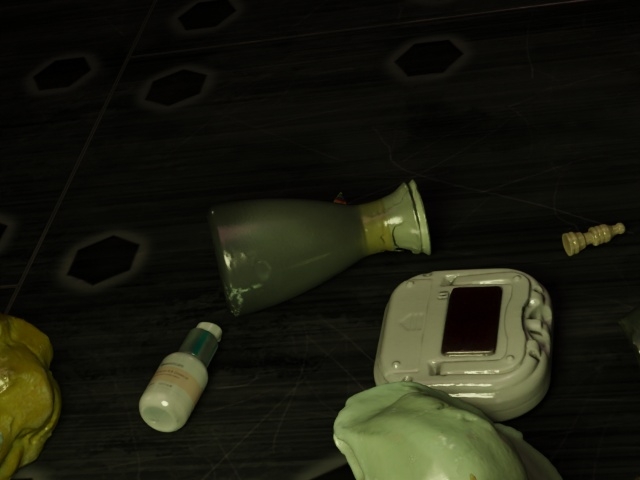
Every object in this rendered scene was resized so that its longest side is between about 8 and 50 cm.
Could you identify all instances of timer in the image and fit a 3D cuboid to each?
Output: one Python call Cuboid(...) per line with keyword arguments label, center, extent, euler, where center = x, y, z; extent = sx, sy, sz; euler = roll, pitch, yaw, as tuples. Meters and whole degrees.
Cuboid(label="timer", center=(0.197, 0.136, 1.990), extent=(0.237, 0.087, 0.262), euler=(-4, 39, 15))

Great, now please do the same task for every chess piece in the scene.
Cuboid(label="chess piece", center=(0.405, -0.007, 2.143), extent=(0.092, 0.035, 0.035), euler=(-17, 36, -7))

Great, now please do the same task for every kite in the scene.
Cuboid(label="kite", center=(0.037, -0.040, 2.349), extent=(0.090, 0.004, 0.122), euler=(-25, 38, -12))

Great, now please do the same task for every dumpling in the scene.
Cuboid(label="dumpling", center=(0.153, 0.305, 1.697), extent=(0.211, 0.321, 0.270), euler=(-25, -9, 18))

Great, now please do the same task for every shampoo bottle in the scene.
Cuboid(label="shampoo bottle", center=(-0.193, 0.187, 2.084), extent=(0.074, 0.074, 0.192), euler=(2, 40, 24))

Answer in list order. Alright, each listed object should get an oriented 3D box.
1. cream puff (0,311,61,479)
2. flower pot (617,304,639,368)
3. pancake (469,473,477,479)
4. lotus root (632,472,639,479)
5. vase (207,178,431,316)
Cuboid(label="cream puff", center=(-0.555, 0.202, 2.040), extent=(0.378, 0.276, 0.378), euler=(-11, 34, 8))
Cuboid(label="flower pot", center=(0.452, 0.130, 1.860), extent=(0.106, 0.157, 0.157), euler=(-27, 36, 7))
Cuboid(label="pancake", center=(0.052, 0.416, 1.548), extent=(0.426, 0.305, 0.067), euler=(-10, -8, 20))
Cuboid(label="lotus root", center=(0.512, 0.300, 1.594), extent=(0.314, 0.210, 0.142), euler=(26, 64, 26))
Cuboid(label="vase", center=(0.000, 0.000, 2.195), extent=(0.321, 0.173, 0.173), euler=(-12, 36, -5))
